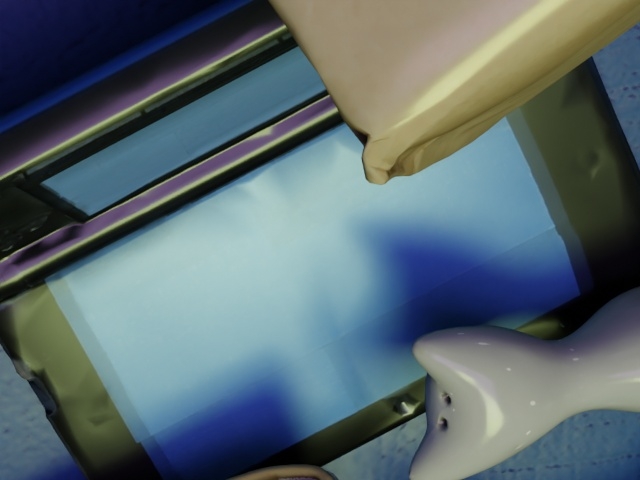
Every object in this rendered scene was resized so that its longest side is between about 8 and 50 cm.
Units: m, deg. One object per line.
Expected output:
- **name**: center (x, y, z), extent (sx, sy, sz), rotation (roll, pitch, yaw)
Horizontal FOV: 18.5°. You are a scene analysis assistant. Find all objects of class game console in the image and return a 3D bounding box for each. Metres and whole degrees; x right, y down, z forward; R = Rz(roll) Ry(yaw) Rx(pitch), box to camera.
- **game console**: center (0.000, 0.000, 0.809), extent (0.293, 0.250, 0.173), rotation (-28, 85, 0)

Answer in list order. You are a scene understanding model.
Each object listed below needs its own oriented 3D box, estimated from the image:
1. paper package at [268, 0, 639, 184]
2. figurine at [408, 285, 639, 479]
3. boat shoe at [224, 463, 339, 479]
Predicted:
- **paper package**: center (0.067, -0.237, 0.580), extent (0.325, 0.168, 0.309), rotation (-36, 88, 13)
- **figurine**: center (0.134, 0.112, 0.889), extent (0.209, 0.092, 0.215), rotation (-13, 111, -19)
- **boat shoe**: center (-0.120, 0.167, 0.863), extent (0.285, 0.104, 0.089), rotation (-20, 137, -8)
